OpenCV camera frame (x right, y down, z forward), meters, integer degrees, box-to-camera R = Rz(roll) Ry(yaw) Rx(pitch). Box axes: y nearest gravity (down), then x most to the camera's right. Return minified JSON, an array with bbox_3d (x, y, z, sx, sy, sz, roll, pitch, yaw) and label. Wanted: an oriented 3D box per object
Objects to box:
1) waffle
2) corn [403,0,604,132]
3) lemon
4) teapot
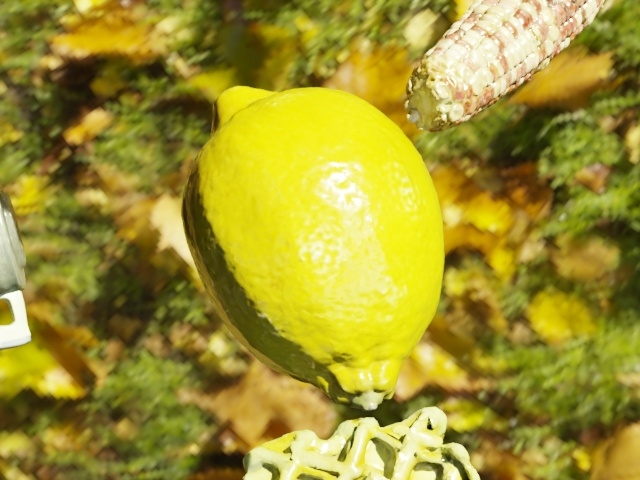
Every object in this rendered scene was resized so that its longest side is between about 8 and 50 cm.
[{"bbox_3d":[0.033,0.307,1.490,0.297,0.073,0.317,-24,81,-6],"label":"waffle"},{"bbox_3d":[0.141,-0.158,1.324,0.079,0.237,0.079,25,136,27],"label":"corn"},{"bbox_3d":[0.000,0.000,1.239,0.184,0.184,0.248,-31,78,34],"label":"lemon"},{"bbox_3d":[-0.320,0.019,1.600,0.108,0.111,0.149,-13,115,-4],"label":"teapot"}]
